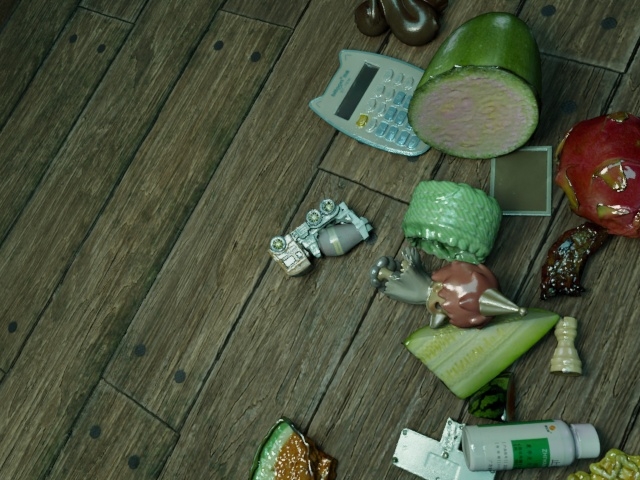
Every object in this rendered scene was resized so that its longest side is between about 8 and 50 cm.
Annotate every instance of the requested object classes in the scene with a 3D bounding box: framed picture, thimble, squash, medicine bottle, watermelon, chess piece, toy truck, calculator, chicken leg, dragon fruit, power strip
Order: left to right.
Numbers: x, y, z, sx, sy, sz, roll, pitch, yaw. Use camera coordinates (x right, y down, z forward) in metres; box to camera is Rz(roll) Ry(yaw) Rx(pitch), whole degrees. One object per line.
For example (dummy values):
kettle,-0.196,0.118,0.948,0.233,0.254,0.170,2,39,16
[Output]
toy truck,0.000,0.000,1.422,0.257,0.108,0.140,-37,79,2
calculator,0.178,-0.374,1.505,0.386,0.054,0.256,27,83,23
power strip,0.277,0.463,1.202,0.216,0.061,0.145,17,75,22
thimble,0.304,-0.039,1.274,0.219,0.219,0.150,16,81,23
squash,0.347,0.192,1.231,0.289,0.111,0.203,-45,97,5
squash,0.382,-0.410,1.340,0.310,0.310,0.308,1,59,19
watermelon,0.397,0.349,1.200,0.094,0.125,0.135,43,70,-4
framed picture,0.491,-0.146,1.348,0.142,0.011,0.183,2,74,19
medicine bottle,0.427,0.418,1.126,0.260,0.095,0.095,-6,71,3
chess piece,0.532,0.229,1.187,0.066,0.066,0.122,2,71,20
chicken leg,0.565,0.042,1.235,0.105,0.063,0.233,26,82,17
dragon fruit,0.640,-0.157,1.184,0.250,0.250,0.315,6,53,21

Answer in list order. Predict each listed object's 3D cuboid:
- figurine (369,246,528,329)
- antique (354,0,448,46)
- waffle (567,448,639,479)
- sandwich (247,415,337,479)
figurine,0.282,0.121,1.207,0.387,0.207,0.166,18,78,46
antique,0.215,-0.625,1.539,0.257,0.121,0.143,16,88,15
waffle,0.606,0.554,1.066,0.291,0.051,0.291,-5,73,16
sandwich,-0.066,0.556,1.270,0.212,0.109,0.292,-7,74,10
